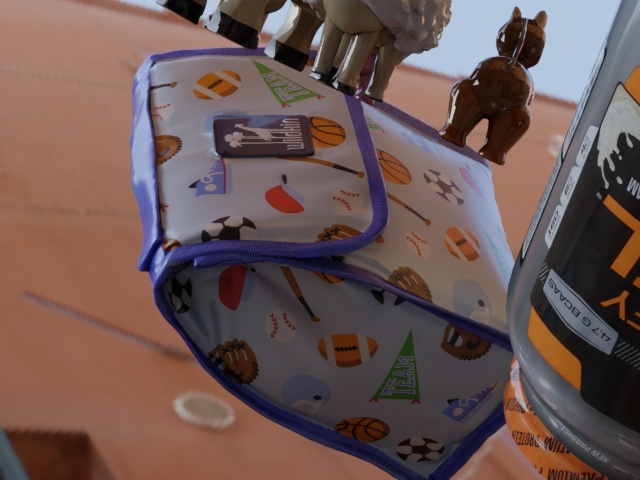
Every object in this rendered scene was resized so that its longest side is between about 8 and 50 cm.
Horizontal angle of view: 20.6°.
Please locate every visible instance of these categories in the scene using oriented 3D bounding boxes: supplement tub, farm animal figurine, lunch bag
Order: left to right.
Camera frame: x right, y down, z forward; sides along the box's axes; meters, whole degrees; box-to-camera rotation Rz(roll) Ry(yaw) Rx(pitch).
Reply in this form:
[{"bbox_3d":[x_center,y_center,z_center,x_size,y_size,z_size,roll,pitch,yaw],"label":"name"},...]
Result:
[{"bbox_3d":[0.000,0.000,1.642,0.385,0.328,0.239,26,-60,-26],"label":"lunch bag"},{"bbox_3d":[0.015,-0.200,1.257,0.327,0.330,0.172,17,-81,-57],"label":"farm animal figurine"},{"bbox_3d":[0.212,-0.014,0.893,0.194,0.193,0.316,-3,-51,-27],"label":"supplement tub"}]
